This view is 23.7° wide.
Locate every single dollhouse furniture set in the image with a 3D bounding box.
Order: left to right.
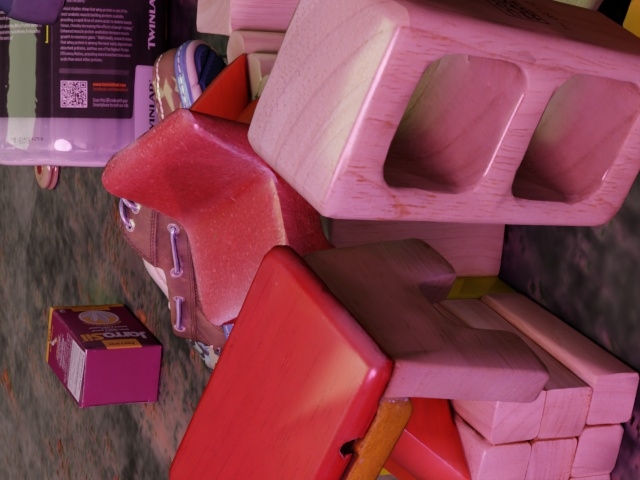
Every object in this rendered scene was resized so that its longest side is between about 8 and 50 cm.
[{"bbox_3d":[-0.001,-0.089,0.464,0.201,0.152,0.374,48,123,40],"label":"dollhouse furniture set"}]

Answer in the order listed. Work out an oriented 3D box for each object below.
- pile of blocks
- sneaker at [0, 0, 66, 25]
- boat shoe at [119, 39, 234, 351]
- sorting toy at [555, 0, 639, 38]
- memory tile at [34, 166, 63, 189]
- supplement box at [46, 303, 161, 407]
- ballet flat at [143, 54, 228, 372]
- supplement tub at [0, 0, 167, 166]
[{"bbox_3d":[0.000,0.000,0.671,0.149,0.112,0.362,-65,36,40],"label":"pile of blocks"},{"bbox_3d":[-0.213,-0.250,0.844,0.112,0.131,0.319,-57,42,47],"label":"sneaker"},{"bbox_3d":[-0.068,-0.015,0.780,0.066,0.066,0.183,-72,-24,-56],"label":"boat shoe"},{"bbox_3d":[0.087,-0.166,0.570,0.196,0.047,0.348,112,145,-45],"label":"sorting toy"},{"bbox_3d":[-0.214,-0.125,1.200,0.113,0.012,0.148,-46,50,54],"label":"memory tile"},{"bbox_3d":[-0.147,0.076,1.027,0.083,0.055,0.043,35,122,57],"label":"supplement box"},{"bbox_3d":[-0.071,-0.010,0.865,0.070,0.070,0.188,8,98,63],"label":"ballet flat"},{"bbox_3d":[-0.155,-0.142,0.968,0.117,0.117,0.190,9,98,63],"label":"supplement tub"}]
